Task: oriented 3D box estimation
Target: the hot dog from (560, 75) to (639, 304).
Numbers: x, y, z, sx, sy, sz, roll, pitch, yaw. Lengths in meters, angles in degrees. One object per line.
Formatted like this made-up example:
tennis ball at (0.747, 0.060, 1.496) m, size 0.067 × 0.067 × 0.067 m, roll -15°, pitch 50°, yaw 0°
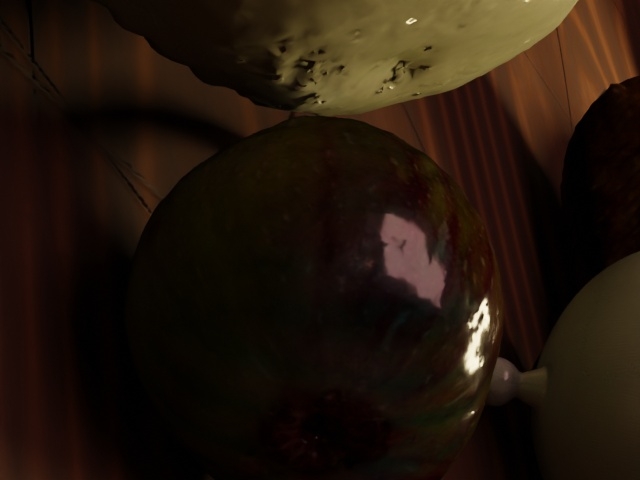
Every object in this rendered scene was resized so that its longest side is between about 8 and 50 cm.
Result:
hot dog at (0.228, -0.011, 0.965) m, size 0.099 × 0.161 × 0.226 m, roll 37°, pitch 43°, yaw -38°

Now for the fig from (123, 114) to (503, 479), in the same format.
fig at (0.000, 0.000, 0.572) m, size 0.149 × 0.149 × 0.245 m, roll 52°, pitch 17°, yaw -25°

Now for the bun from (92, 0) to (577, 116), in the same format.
bun at (-0.021, -0.217, 0.573) m, size 0.362 × 0.234 × 0.326 m, roll 44°, pitch 31°, yaw -13°

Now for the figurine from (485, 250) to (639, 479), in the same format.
figurine at (0.269, 0.109, 0.757) m, size 0.167 × 0.370 × 0.281 m, roll 5°, pitch 96°, yaw -65°
